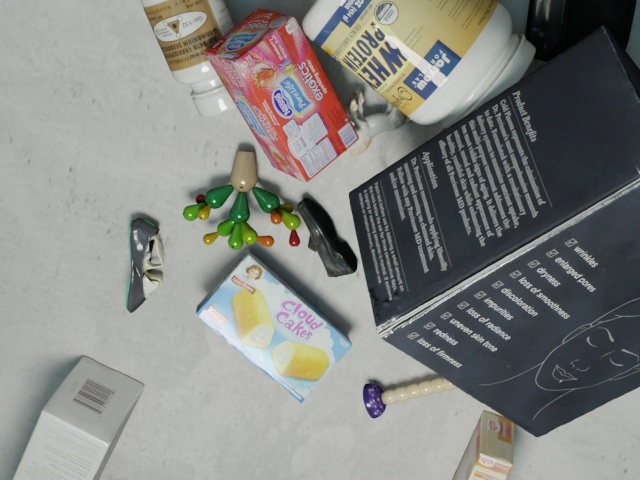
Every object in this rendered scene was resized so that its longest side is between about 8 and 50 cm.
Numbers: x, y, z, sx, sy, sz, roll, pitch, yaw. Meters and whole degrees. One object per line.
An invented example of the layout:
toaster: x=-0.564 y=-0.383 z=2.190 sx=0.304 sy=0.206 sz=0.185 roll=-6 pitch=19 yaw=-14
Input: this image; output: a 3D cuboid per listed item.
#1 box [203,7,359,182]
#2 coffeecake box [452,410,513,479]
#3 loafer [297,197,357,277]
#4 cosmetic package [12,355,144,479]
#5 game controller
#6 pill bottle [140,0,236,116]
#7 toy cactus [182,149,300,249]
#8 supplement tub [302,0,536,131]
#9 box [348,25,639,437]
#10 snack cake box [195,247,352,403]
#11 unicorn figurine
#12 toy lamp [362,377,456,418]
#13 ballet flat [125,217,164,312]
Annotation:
box: x=-0.063 y=-0.239 z=1.724 sx=0.128 sy=0.122 sz=0.257 roll=-41 pitch=124 yaw=-15
coffeecake box: x=0.311 y=0.449 z=2.022 sx=0.068 sy=0.142 sz=0.186 roll=19 pitch=118 yaw=2
loafer: x=0.000 y=0.000 z=1.920 sx=0.061 sy=0.062 sz=0.170 roll=-24 pitch=107 yaw=27
cosmetic package: x=-0.529 y=0.461 z=2.170 sx=0.156 sy=0.217 sz=0.385 roll=27 pitch=119 yaw=-1
game controller: x=0.420 y=-0.429 z=1.632 sx=0.166 sy=0.067 sz=0.319 roll=1 pitch=117 yaw=-4
pill bottle: x=-0.203 y=-0.333 z=1.762 sx=0.131 sy=0.131 sz=0.229 roll=-15 pitch=111 yaw=19
toy cactus: x=-0.137 y=-0.073 z=1.904 sx=0.218 sy=0.112 sz=0.181 roll=8 pitch=97 yaw=17
supplement tub: x=0.155 y=-0.325 z=1.635 sx=0.316 sy=0.228 sz=0.228 roll=37 pitch=117 yaw=-7
box: x=0.381 y=0.016 z=1.612 sx=0.471 sy=0.297 sz=0.480 roll=-31 pitch=136 yaw=24
snack cake box: x=-0.087 y=0.160 z=1.968 sx=0.264 sy=0.089 sz=0.152 roll=41 pitch=93 yaw=-8
unicorn figurine: x=0.088 y=-0.206 z=1.799 sx=0.161 sy=0.060 sz=0.111 roll=-10 pitch=119 yaw=13
toy lamp: x=0.221 y=0.279 z=1.999 sx=0.274 sy=0.080 sz=0.080 roll=-16 pitch=111 yaw=22
ballet flat: x=-0.338 y=0.055 z=2.015 sx=0.074 sy=0.074 sz=0.203 roll=10 pitch=115 yaw=7
